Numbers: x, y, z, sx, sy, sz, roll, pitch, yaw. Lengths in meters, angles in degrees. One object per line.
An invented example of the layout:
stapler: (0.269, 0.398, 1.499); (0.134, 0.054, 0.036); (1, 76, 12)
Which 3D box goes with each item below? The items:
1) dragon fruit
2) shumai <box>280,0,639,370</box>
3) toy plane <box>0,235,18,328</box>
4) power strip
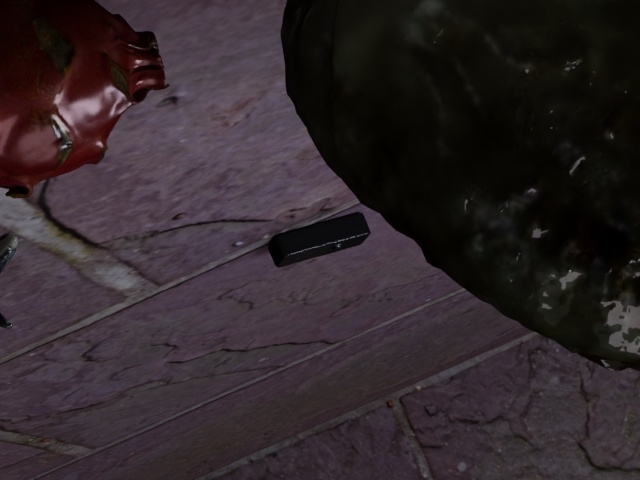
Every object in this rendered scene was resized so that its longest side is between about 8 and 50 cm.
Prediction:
dragon fruit: (-0.170, -0.097, 0.819); (0.166, 0.133, 0.136); (-16, -155, -20)
shumai: (0.187, -0.161, 0.811); (0.395, 0.395, 0.348); (-6, 132, -46)
toy plane: (-0.329, 0.088, 1.269); (0.262, 0.088, 0.192); (-36, -173, 31)
power strip: (0.000, 0.000, 1.539); (0.111, 0.029, 0.038); (-16, 163, -23)
